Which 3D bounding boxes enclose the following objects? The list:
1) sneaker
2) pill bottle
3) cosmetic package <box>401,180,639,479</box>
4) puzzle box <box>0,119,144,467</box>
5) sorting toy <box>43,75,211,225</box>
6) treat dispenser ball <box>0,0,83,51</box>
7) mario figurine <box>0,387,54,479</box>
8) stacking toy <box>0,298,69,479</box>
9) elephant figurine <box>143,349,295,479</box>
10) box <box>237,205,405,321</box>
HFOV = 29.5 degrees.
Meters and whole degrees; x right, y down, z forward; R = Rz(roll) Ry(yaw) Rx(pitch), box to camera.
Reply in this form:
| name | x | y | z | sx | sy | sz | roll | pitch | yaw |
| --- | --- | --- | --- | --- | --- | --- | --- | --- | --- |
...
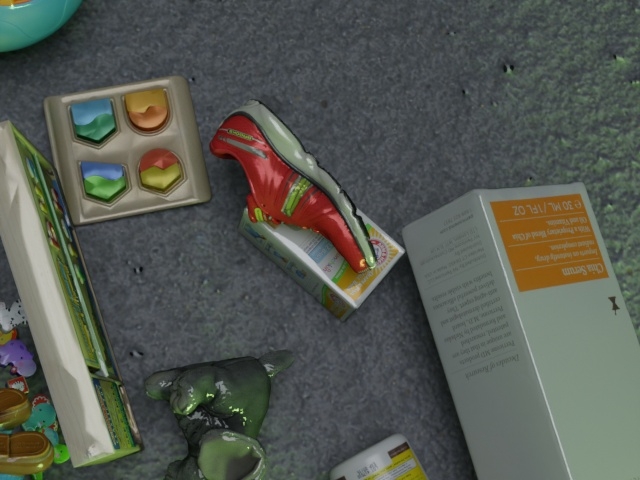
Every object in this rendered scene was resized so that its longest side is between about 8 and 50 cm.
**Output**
| name | x | y | z | sx | sy | sz | roll | pitch | yaw |
| --- | --- | --- | --- | --- | --- | --- | --- | --- | --- |
| sneaker | -0.036 | -0.053 | 1.592 | 0.118 | 0.107 | 0.279 | -42 | 82 | 1 |
| pill bottle | 0.107 | 0.369 | 1.587 | 0.117 | 0.117 | 0.215 | -26 | 80 | -16 |
| cosmetic package | 0.296 | 0.161 | 1.611 | 0.230 | 0.161 | 0.453 | -7 | 75 | -41 |
| puzzle box | -0.317 | 0.075 | 1.499 | 0.052 | 0.272 | 0.409 | -19 | 82 | -3 |
| sorting toy | -0.269 | -0.130 | 1.697 | 0.208 | 0.038 | 0.193 | -10 | 77 | -13 |
| treat dispenser ball | -0.440 | -0.394 | 1.607 | 0.288 | 0.288 | 0.288 | 3 | 75 | -9 |
| mario figurine | -0.357 | 0.332 | 1.448 | 0.170 | 0.321 | 0.198 | 14 | 30 | 0 |
| stacking toy | -0.365 | 0.187 | 1.526 | 0.052 | 0.167 | 0.221 | -16 | 79 | -26 |
| elephant figurine | -0.135 | 0.278 | 1.568 | 0.169 | 0.186 | 0.240 | -5 | 85 | -55 |
| box | 0.000 | 0.000 | 1.675 | 0.203 | 0.103 | 0.114 | 42 | 73 | 3 |
